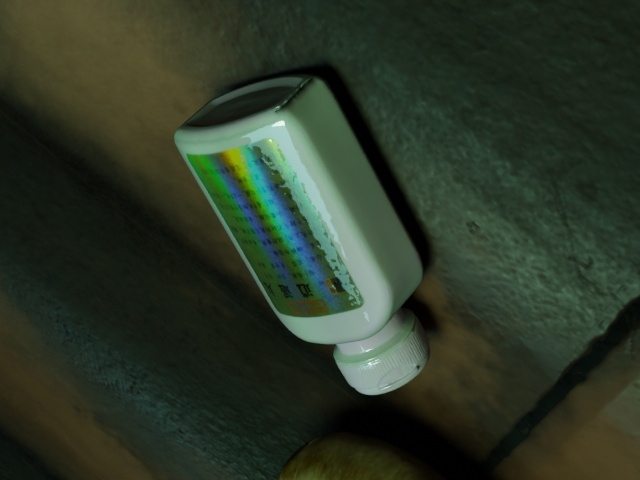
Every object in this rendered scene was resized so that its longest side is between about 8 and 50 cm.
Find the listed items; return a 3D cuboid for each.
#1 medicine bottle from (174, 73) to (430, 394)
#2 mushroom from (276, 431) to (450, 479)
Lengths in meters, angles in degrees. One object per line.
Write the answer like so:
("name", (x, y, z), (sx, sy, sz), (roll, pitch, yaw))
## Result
("medicine bottle", (0.000, 0.000, 0.956), (0.115, 0.078, 0.219), (-7, 120, 44))
("mushroom", (0.053, 0.268, 1.115), (0.278, 0.146, 0.278), (34, 144, 30))
